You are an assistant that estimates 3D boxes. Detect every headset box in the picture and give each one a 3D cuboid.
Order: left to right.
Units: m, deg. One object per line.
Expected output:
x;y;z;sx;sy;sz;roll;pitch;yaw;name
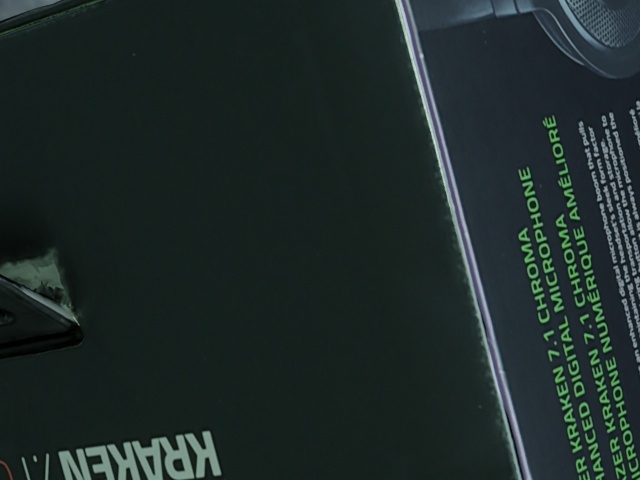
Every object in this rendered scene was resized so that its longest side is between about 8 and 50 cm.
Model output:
0.000;0.000;0.478;0.283;0.246;0.131;-19;95;-52;headset box
